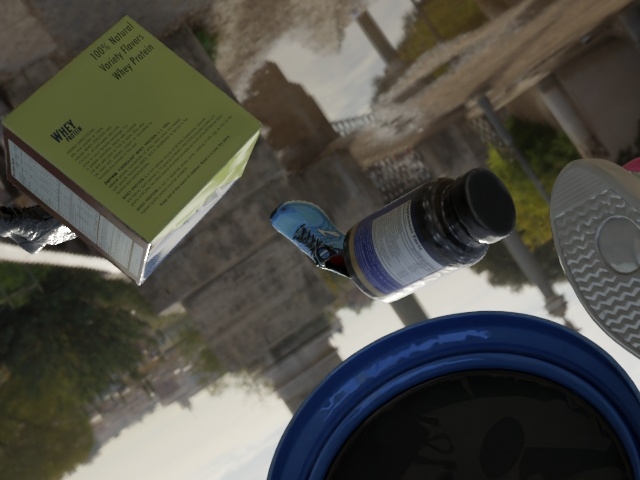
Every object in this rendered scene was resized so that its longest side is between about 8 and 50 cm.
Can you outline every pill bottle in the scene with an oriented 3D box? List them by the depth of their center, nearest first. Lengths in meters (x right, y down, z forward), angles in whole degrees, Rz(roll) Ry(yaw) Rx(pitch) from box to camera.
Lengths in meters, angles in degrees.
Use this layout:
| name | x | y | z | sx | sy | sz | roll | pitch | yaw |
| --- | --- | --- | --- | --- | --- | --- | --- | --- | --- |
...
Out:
| name | x | y | z | sx | sy | sz | roll | pitch | yaw |
| --- | --- | --- | --- | --- | --- | --- | --- | --- | --- |
| pill bottle | 0.142 | -0.008 | 1.179 | 0.219 | 0.123 | 0.123 | -30 | -179 | 43 |

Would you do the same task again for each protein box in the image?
| name | x | y | z | sx | sy | sz | roll | pitch | yaw |
| --- | --- | --- | --- | --- | --- | --- | --- | --- | --- |
| protein box | -0.213 | -0.101 | 1.021 | 0.200 | 0.201 | 0.136 | -50 | 178 | -28 |

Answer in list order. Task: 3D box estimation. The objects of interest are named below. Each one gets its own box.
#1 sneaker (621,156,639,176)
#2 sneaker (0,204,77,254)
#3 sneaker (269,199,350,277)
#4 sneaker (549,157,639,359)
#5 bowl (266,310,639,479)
| name | x | y | z | sx | sy | sz | roll | pitch | yaw |
| --- | --- | --- | --- | --- | --- | --- | --- | --- | --- |
| sneaker | 0.358 | 0.033 | 0.934 | 0.111 | 0.252 | 0.103 | -23 | -163 | 29 |
| sneaker | -0.413 | -0.033 | 1.305 | 0.089 | 0.051 | 0.170 | -36 | 154 | -2 |
| sneaker | 0.000 | 0.000 | 1.294 | 0.063 | 0.162 | 0.073 | -53 | -162 | 22 |
| sneaker | 0.276 | 0.032 | 0.601 | 0.151 | 0.256 | 0.094 | -23 | 153 | -37 |
| bowl | 0.133 | 0.242 | 0.877 | 0.391 | 0.077 | 0.391 | -17 | -140 | 15 |
